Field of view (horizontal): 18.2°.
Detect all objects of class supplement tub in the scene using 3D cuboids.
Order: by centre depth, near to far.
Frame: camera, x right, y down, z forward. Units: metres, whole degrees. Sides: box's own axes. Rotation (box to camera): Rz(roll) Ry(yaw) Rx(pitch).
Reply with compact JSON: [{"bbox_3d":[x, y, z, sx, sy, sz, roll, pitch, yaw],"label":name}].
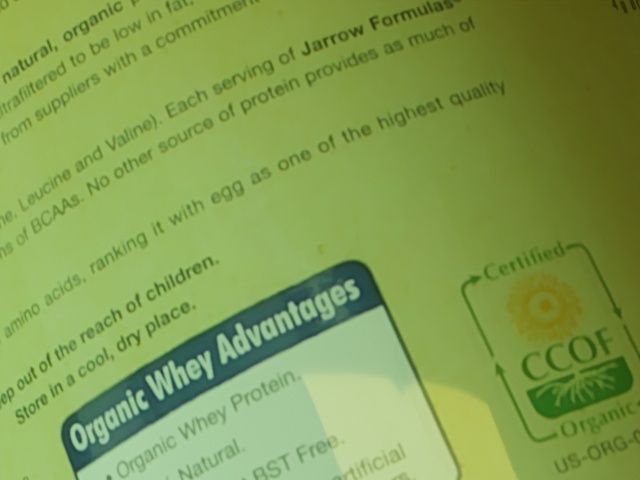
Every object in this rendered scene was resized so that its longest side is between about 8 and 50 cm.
[{"bbox_3d":[0.000,0.000,0.491,0.228,0.228,0.316,-24,70,1],"label":"supplement tub"}]
